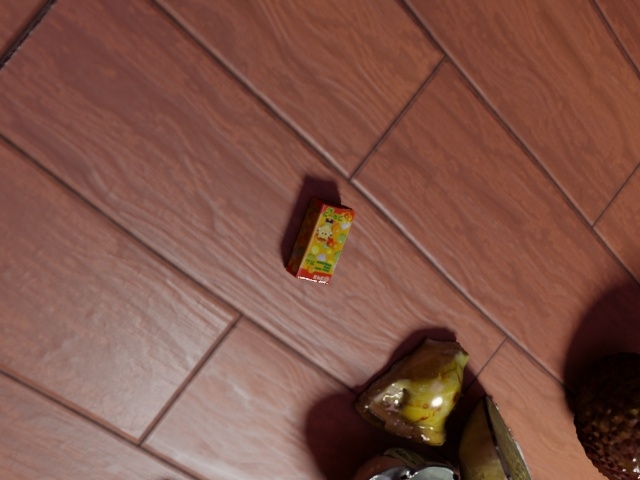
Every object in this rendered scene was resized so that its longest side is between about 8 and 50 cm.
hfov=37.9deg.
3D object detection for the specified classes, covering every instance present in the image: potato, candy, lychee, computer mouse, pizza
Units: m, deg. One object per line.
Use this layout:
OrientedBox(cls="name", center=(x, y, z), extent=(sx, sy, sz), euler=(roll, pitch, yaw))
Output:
OrientedBox(cls="potato", center=(0.305, 0.413, 1.663), extent=(0.116, 0.239, 0.299), euler=(-19, 130, 16))
OrientedBox(cls="candy", center=(0.000, 0.000, 1.389), extent=(0.062, 0.038, 0.122), euler=(13, 102, -35))
OrientedBox(cls="lychee", center=(0.606, 0.347, 1.784), extent=(0.260, 0.260, 0.261), euler=(-12, 115, -27))
OrientedBox(cls="computer mouse", center=(0.147, 0.449, 1.624), extent=(0.199, 0.115, 0.389), euler=(-49, 143, 1))
OrientedBox(cls="pizza", center=(0.165, 0.261, 1.575), extent=(0.204, 0.080, 0.188), euler=(13, 102, -34))
